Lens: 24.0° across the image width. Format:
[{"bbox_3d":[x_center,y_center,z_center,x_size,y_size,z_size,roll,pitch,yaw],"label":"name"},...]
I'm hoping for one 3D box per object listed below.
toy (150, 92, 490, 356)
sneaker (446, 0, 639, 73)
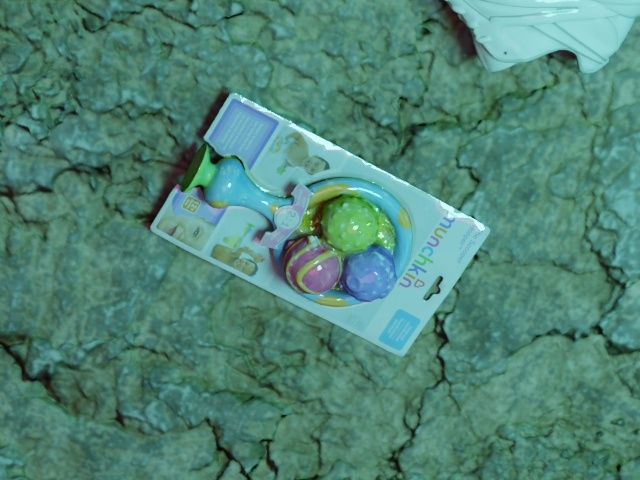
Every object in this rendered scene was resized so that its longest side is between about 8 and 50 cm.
[{"bbox_3d":[0.000,0.000,1.178,0.237,0.056,0.137,28,112,-12],"label":"toy"},{"bbox_3d":[0.122,-0.179,1.083,0.232,0.090,0.115,19,116,-7],"label":"sneaker"}]
